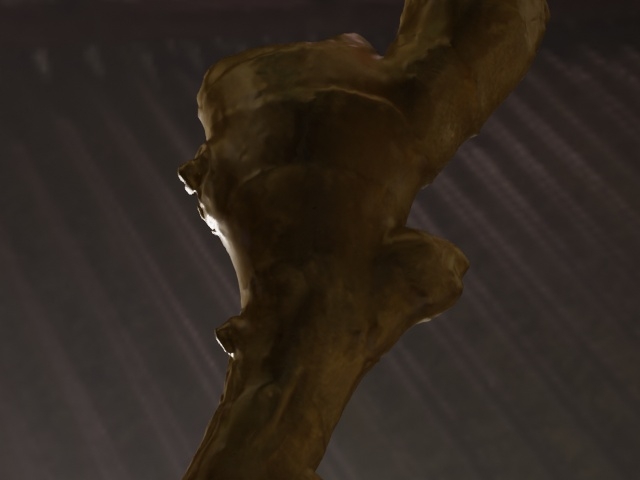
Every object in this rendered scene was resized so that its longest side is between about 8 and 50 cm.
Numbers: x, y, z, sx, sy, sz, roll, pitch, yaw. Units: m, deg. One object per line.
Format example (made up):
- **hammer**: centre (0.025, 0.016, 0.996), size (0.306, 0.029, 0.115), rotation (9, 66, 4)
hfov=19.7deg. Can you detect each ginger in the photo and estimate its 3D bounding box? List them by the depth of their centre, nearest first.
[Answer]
- **ginger**: centre (0.000, 0.000, 0.834), size (0.148, 0.081, 0.333), rotation (18, -110, -5)
